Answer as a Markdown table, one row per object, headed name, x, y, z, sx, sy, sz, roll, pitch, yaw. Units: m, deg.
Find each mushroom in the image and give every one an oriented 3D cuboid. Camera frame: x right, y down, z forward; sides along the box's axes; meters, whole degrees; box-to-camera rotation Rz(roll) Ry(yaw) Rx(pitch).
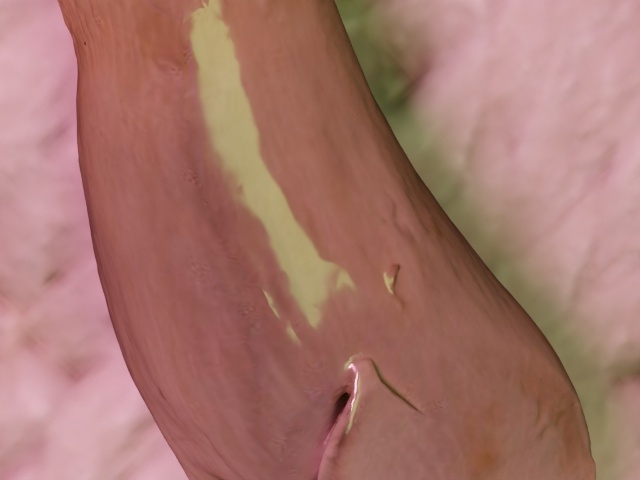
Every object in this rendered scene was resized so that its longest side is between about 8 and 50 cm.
| name | x | y | z | sx | sy | sz | roll | pitch | yaw |
| --- | --- | --- | --- | --- | --- | --- | --- | --- | --- |
| mushroom | -0.007 | 0.005 | 0.490 | 0.108 | 0.096 | 0.247 | -14 | 115 | 23 |
